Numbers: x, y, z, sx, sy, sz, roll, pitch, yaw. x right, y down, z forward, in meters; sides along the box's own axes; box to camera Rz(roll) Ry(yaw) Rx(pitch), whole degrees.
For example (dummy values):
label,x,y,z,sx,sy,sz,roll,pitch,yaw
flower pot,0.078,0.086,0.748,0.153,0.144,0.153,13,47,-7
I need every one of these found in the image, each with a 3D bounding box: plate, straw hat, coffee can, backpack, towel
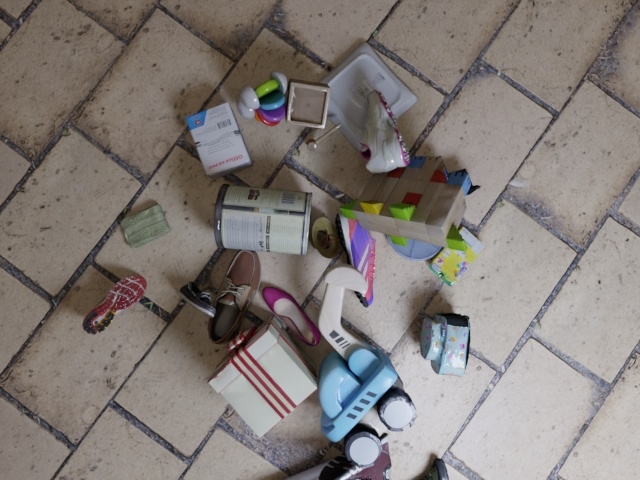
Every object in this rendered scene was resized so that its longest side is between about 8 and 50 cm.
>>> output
label,x,y,z,sx,sy,sz,roll,pitch,yaw
plate,0.142,-0.491,1.372,0.278,0.045,0.277,-42,88,-3
straw hat,0.000,0.000,1.336,0.061,0.144,0.145,-14,88,40
coffee can,-0.170,-0.062,1.271,0.275,0.201,0.202,6,88,-1
backpack,0.390,0.327,1.283,0.144,0.166,0.189,-2,85,0
towel,-0.579,-0.047,1.351,0.148,0.027,0.110,-24,89,-2

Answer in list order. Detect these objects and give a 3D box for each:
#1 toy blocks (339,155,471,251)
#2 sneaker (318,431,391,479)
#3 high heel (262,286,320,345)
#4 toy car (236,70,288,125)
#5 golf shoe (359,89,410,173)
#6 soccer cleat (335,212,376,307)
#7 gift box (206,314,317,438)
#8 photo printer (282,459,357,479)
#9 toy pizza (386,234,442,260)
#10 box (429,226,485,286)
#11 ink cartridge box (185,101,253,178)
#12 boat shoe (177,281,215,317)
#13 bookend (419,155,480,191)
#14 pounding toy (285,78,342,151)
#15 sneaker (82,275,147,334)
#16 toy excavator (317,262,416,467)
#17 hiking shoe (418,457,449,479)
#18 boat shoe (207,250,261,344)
label,x,y,z,sx,sy,sz,roll,pitch,yaw
toy blocks,0.284,-0.138,1.215,0.381,0.191,0.261,15,64,37
sneaker,0.128,0.717,1.237,0.281,0.106,0.163,-15,88,-38
high heel,-0.097,0.240,1.302,0.082,0.117,0.244,-42,89,-2
toy car,-0.168,-0.434,1.300,0.159,0.182,0.136,-35,96,-19
golf shoe,0.170,-0.336,1.258,0.140,0.115,0.307,-24,55,21
soccer cleat,0.138,0.055,1.323,0.116,0.108,0.319,-14,86,-5
gift box,-0.187,0.398,1.229,0.276,0.255,0.258,-40,91,-6
photo printer,-0.009,0.854,1.286,0.307,0.107,0.256,-22,88,-2
toy pizza,0.317,-0.032,1.361,0.201,0.032,0.202,0,84,-2
box,0.447,0.055,1.357,0.105,0.043,0.179,42,85,0
ink cartridge box,-0.327,-0.320,1.336,0.148,0.086,0.203,-20,89,-1
boat shoe,-0.379,0.178,1.278,0.065,0.206,0.075,-53,130,-18
bookend,0.411,-0.211,1.344,0.157,0.072,0.156,-16,80,-10
pounding toy,-0.023,-0.405,1.341,0.180,0.094,0.206,4,119,-11
sneaker,-0.660,0.195,1.312,0.225,0.092,0.088,-43,108,-19
toy excavator,0.086,0.353,1.216,0.445,0.222,0.433,41,93,-4
hiking shoe,0.332,0.803,1.304,0.114,0.086,0.227,17,88,-4
boat shoe,-0.272,0.180,1.302,0.123,0.116,0.325,16,88,0
